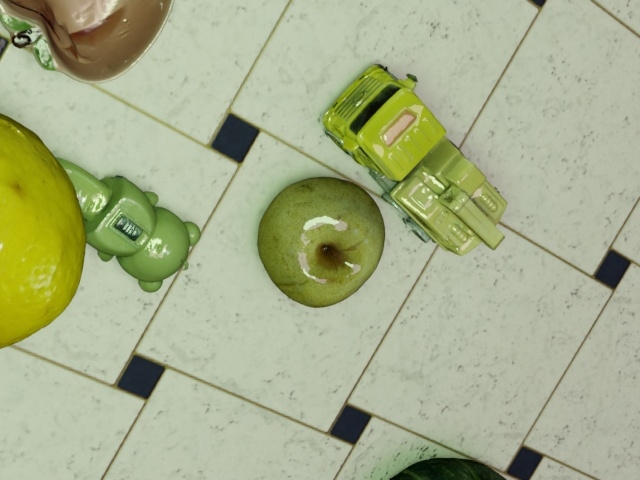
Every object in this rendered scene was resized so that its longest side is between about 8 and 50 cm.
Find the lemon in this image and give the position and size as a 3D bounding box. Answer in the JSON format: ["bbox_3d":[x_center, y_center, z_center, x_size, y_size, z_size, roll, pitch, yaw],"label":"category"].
[{"bbox_3d":[-0.383,-0.018,1.343,0.260,0.260,0.284,-36,98,-10],"label":"lemon"}]

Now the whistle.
[{"bbox_3d":[-0.240,-0.023,1.505,0.227,0.085,0.105,39,89,-33],"label":"whistle"}]

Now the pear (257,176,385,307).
[{"bbox_3d":[0.000,0.000,1.602,0.167,0.136,0.167,-8,112,-20],"label":"pear"}]

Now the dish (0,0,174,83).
[{"bbox_3d":[-0.273,-0.285,1.391,0.213,0.090,0.213,-9,111,-25],"label":"dish"}]

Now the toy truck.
[{"bbox_3d":[0.137,-0.091,1.622,0.124,0.157,0.272,-46,121,-4],"label":"toy truck"}]

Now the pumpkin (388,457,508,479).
[{"bbox_3d":[0.185,0.463,1.819,0.300,0.207,0.300,-10,108,-32],"label":"pumpkin"}]
